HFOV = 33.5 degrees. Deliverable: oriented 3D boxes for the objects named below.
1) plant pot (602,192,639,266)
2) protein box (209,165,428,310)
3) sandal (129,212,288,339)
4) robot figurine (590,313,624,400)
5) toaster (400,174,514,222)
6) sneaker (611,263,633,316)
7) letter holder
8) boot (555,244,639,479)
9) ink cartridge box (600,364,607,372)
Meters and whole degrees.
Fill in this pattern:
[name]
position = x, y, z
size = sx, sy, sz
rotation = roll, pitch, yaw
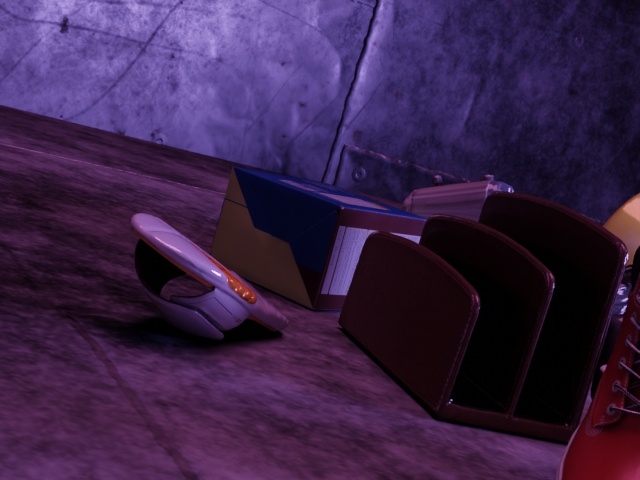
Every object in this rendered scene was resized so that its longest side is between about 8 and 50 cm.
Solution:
[plant pot]
position = 0.570, 0.084, 1.733
size = 0.239, 0.254, 0.254
rotation = 40, 19, 30
[protein box]
position = 0.000, 0.000, 1.422
size = 0.200, 0.136, 0.201
rotation = 22, 9, 38
[sandal]
position = -0.111, 0.060, 1.034
size = 0.102, 0.076, 0.265
rotation = 38, -3, 31
[robot figurine]
position = 0.414, 0.151, 1.098
size = 0.278, 0.173, 0.209
rotation = 13, 35, -26
[toaster]
position = 0.196, 0.020, 1.515
size = 0.146, 0.227, 0.129
rotation = 1, -1, 25
[sneaker]
position = 0.408, 0.118, 1.564
size = 0.286, 0.130, 0.109
rotation = -10, 10, -18
[letter holder]
position = 0.160, 0.047, 1.118
size = 0.152, 0.214, 0.302
rotation = 14, 8, -20
[boot]
position = 0.232, 0.099, 0.764
size = 0.088, 0.176, 0.244
rotation = 14, 39, 20
[ink cartridge box]
position = 0.408, 0.183, 0.848
size = 0.261, 0.066, 0.296
rotation = -13, 39, -14
